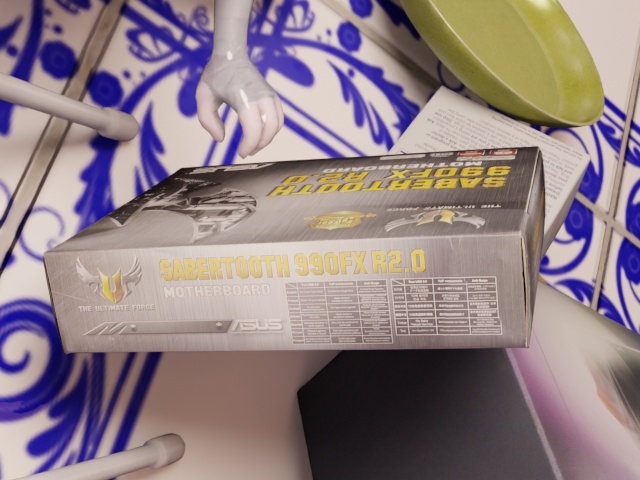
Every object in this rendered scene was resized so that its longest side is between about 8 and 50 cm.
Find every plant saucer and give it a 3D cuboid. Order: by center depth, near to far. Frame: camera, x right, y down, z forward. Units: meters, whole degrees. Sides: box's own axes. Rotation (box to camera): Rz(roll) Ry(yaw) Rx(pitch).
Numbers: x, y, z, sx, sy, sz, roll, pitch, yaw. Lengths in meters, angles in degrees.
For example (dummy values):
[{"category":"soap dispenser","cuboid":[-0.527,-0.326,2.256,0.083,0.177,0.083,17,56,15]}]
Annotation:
[{"category":"plant saucer","cuboid":[0.133,-0.179,0.800,0.241,0.037,0.241,29,41,-28]}]

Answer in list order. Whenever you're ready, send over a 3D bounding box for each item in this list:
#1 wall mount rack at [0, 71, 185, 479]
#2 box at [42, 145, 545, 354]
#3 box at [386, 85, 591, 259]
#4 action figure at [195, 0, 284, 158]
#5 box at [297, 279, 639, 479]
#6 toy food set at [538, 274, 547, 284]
[{"category":"wall mount rack","cuboid":[-0.193,0.026,0.492,0.304,0.130,0.350,-4,83,-35]},{"category":"box","cuboid":[0.000,0.000,0.538,0.183,0.231,0.056,-48,133,-68]},{"category":"box","cuboid":[0.107,-0.025,0.729,0.126,0.072,0.137,28,55,15]},{"category":"action figure","cuboid":[-0.075,-0.225,0.509,0.248,0.276,0.370,26,22,0]},{"category":"box","cuboid":[0.168,0.199,0.615,0.294,0.183,0.296,25,32,-31]},{"category":"toy food set","cuboid":[0.157,0.088,0.808,0.192,0.038,0.132,46,63,-27]}]
